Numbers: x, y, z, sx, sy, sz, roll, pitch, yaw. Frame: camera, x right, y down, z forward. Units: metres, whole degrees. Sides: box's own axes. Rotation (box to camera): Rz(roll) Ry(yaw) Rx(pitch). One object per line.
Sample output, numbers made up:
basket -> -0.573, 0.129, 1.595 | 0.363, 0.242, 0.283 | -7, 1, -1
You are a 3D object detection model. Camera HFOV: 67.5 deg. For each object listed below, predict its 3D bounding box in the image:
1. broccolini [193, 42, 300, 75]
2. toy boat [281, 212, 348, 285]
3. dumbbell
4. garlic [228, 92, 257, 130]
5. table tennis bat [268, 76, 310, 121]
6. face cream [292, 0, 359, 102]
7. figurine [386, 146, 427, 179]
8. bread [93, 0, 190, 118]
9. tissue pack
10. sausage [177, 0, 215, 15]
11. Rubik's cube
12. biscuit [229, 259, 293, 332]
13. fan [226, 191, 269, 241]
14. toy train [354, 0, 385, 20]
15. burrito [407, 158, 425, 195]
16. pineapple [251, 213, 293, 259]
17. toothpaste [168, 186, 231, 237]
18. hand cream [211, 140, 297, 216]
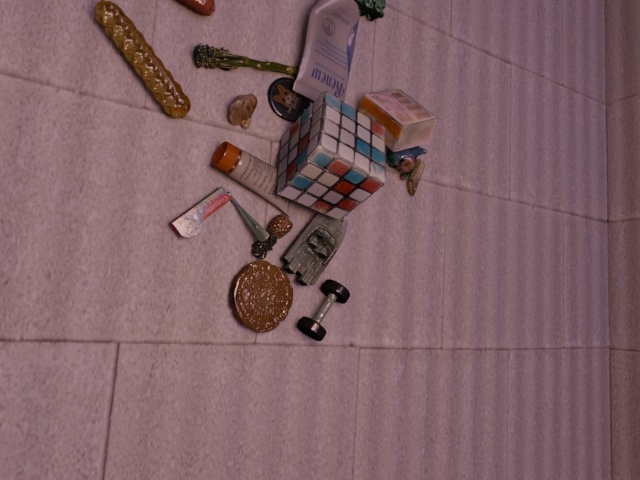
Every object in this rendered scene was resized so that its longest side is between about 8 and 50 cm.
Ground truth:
broccolini -> -0.223, -0.580, 1.554 | 0.392, 0.079, 0.074 | -5, 77, -38
toy boat -> 0.000, 0.000, 1.601 | 0.141, 0.092, 0.319 | 45, 64, -21
dumbbell -> 0.011, 0.230, 1.583 | 0.100, 0.100, 0.191 | 44, 67, -20
garlic -> -0.246, -0.415, 1.504 | 0.074, 0.094, 0.113 | 31, 72, 18
table tennis bat -> -0.073, -0.464, 1.642 | 0.236, 0.027, 0.150 | 24, 73, -24
face cream -> 0.030, -0.682, 1.677 | 0.235, 0.137, 0.420 | 14, 86, -43
figurine -> 0.336, -0.309, 1.827 | 0.178, 0.114, 0.144 | -23, 95, -39
bread -> -0.501, -0.510, 1.362 | 0.077, 0.084, 0.367 | -32, 105, 15
tissue pack -> 0.272, -0.436, 1.725 | 0.185, 0.124, 0.225 | -20, 53, -29
sausage -> -0.499, -0.793, 1.383 | 0.433, 0.088, 0.087 | 24, 74, -27
Rubik's cube -> 0.034, -0.258, 1.512 | 0.256, 0.253, 0.259 | 23, 50, -27
biscuit -> -0.184, 0.175, 1.505 | 0.226, 0.042, 0.225 | 4, 82, -31
fan -> -0.230, -0.075, 1.486 | 0.038, 0.016, 0.193 | -40, 89, -9
toy train -> 0.170, -0.904, 1.804 | 0.170, 0.071, 0.111 | 16, 68, -28
burrito -> 0.371, -0.250, 1.874 | 0.055, 0.041, 0.149 | 36, 68, -38
pineapple -> -0.157, -0.010, 1.527 | 0.074, 0.074, 0.159 | 45, 74, -20
toothpaste -> -0.351, -0.080, 1.428 | 0.193, 0.044, 0.070 | -42, 108, -27
hand cream -> -0.185, -0.205, 1.517 | 0.314, 0.089, 0.139 | 30, 66, -30
